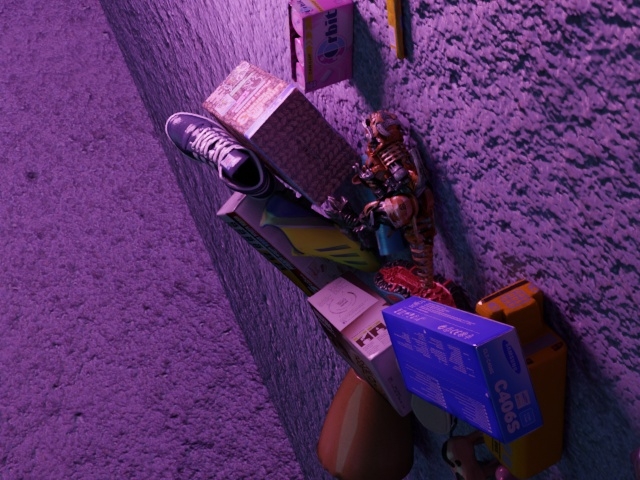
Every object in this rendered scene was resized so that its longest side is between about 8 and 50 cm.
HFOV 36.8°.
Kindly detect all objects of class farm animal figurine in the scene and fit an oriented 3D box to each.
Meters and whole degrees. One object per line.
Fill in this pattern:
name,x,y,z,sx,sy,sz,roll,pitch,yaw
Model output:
farm animal figurine,0.342,0.525,1.796,0.330,0.172,0.327,27,136,64

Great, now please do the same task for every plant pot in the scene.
plant pot,0.118,0.407,2.276,0.237,0.237,0.254,45,137,51

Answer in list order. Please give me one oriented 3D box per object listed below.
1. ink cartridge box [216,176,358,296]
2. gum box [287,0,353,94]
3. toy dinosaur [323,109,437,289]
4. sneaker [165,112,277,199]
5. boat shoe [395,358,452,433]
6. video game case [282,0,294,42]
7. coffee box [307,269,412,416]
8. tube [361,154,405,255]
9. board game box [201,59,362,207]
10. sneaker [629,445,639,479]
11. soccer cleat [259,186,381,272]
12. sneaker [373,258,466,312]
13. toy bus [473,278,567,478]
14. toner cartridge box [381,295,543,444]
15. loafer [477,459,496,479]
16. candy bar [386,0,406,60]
ink cartridge box,-0.082,-0.007,2.272,0.309,0.130,0.272,43,168,-11
gum box,0.001,-0.376,1.837,0.062,0.107,0.188,54,158,37
toy dinosaur,0.132,-0.070,1.775,0.218,0.164,0.322,-18,72,56
sneaker,-0.217,-0.187,2.035,0.282,0.099,0.153,35,-178,4
boat shoe,0.213,0.277,1.833,0.084,0.079,0.233,6,131,35
video game case,-0.039,-0.448,2.022,0.119,0.015,0.166,64,162,16
coffee box,0.110,0.204,1.978,0.297,0.119,0.168,39,161,56
tube,0.121,-0.074,1.950,0.080,0.052,0.207,-2,104,66
board game box,-0.086,-0.233,2.053,0.232,0.141,0.291,44,177,-33
sneaker,0.513,0.401,1.306,0.121,0.111,0.300,115,137,-80
soccer cleat,-0.001,0.000,2.092,0.289,0.121,0.093,33,-174,-10
sneaker,0.215,0.128,1.874,0.125,0.104,0.262,54,173,-33
toy bus,0.331,0.231,1.589,0.130,0.108,0.333,47,153,48
toner cartridge box,0.220,0.199,1.569,0.348,0.075,0.165,15,126,69
loafer,0.348,0.566,1.995,0.087,0.094,0.251,-83,-14,-75
candy bar,0.125,-0.379,1.620,0.040,0.018,0.161,-129,24,-51
